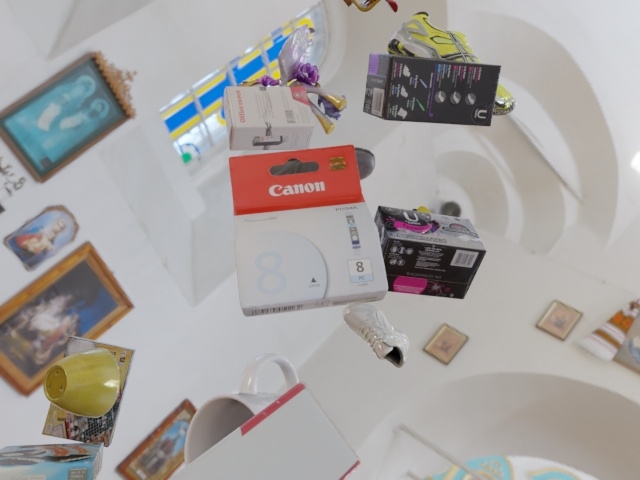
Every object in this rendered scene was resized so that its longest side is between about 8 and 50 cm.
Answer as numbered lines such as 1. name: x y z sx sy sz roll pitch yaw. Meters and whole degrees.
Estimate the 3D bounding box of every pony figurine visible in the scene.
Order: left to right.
1. pony figurine: -0.089 -0.519 2.055 0.363 0.351 0.303 39 -17 16

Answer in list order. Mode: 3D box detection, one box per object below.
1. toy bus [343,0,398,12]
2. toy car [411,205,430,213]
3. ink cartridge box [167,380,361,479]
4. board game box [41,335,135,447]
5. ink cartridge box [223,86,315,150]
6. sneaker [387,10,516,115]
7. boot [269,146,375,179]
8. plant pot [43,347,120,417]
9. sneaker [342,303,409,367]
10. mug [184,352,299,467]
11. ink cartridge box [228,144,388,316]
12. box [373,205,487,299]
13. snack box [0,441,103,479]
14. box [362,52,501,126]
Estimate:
1. toy bus: 0.104 -0.680 1.594 0.191 0.104 0.202 55 13 20
2. toy car: 0.204 0.028 1.651 0.238 0.225 0.053 -13 -32 25
3. ink cartridge box: -0.158 0.423 0.929 0.160 0.279 0.385 51 -48 10
4. board game box: -0.579 0.378 1.487 0.164 0.244 0.042 14 -8 -6
5. ink cartridge box: -0.139 -0.321 1.552 0.092 0.217 0.159 110 -27 -52
6. sneaker: 0.373 -0.472 1.582 0.384 0.147 0.145 31 -5 -8
7. boot: -0.002 -0.169 1.698 0.223 0.337 0.118 -90 171 -61
8. plant pot: -0.465 0.271 1.126 0.134 0.134 0.095 31 6 31
9. sneaker: 0.156 0.259 1.601 0.232 0.115 0.090 36 -67 -14
10. mug: -0.130 0.477 1.506 0.276 0.375 0.328 -8 -14 34
11. ink cartridge box: -0.037 -0.042 1.295 0.091 0.307 0.385 101 -19 -71
12. box: 0.245 0.027 1.436 0.142 0.247 0.164 -102 -157 -54
13. snack box: -0.492 0.406 1.048 0.322 0.187 0.060 144 -52 -68
14. box: 0.255 -0.353 1.384 0.165 0.270 0.144 -123 -144 -67
